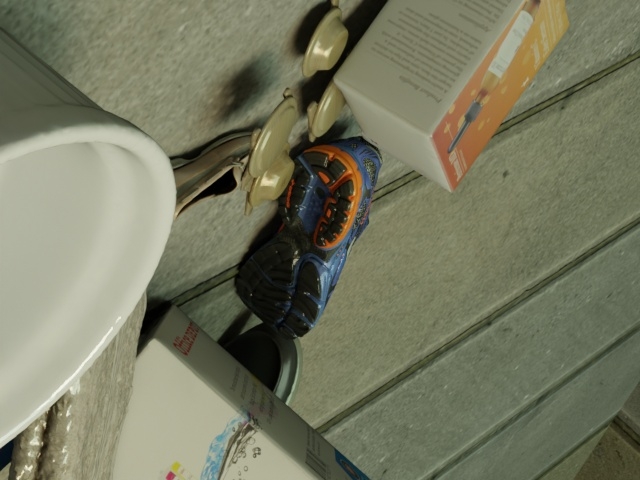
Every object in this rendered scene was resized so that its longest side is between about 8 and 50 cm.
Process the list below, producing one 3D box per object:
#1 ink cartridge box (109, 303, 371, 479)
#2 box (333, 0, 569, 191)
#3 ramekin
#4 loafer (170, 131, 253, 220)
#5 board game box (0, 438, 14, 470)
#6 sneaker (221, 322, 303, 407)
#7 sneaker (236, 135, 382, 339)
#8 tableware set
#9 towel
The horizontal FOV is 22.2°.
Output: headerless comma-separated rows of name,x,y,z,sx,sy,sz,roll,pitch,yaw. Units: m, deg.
ink cartridge box,-0.092,0.194,1.264,0.168,0.233,0.171,-47,-177,4
box,0.104,-0.145,1.243,0.170,0.091,0.130,-55,161,-7
ramekin,-0.224,0.008,0.864,0.277,0.135,0.277,-39,157,-19
loafer,-0.079,-0.043,1.183,0.125,0.039,0.045,-25,151,-45
board game box,-0.265,0.133,1.134,0.210,0.047,0.160,-43,159,-10
sneaker,-0.109,0.162,1.439,0.222,0.083,0.118,-51,159,14
sneaker,0.000,0.000,1.366,0.087,0.083,0.221,-37,162,-45
tableware set,-0.016,-0.094,1.198,0.168,0.020,0.141,-56,167,-23
towel,-0.168,0.152,1.078,0.187,0.049,0.282,-52,153,-85
